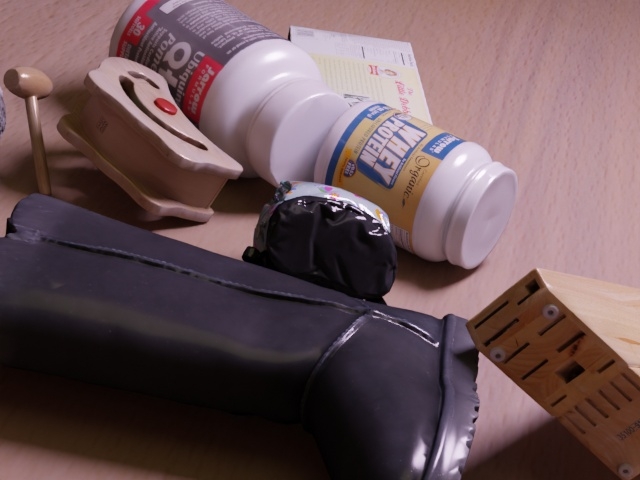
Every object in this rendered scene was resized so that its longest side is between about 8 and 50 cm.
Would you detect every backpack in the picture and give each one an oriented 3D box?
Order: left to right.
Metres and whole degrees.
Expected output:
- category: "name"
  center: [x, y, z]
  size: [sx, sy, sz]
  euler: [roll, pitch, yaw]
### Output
- category: "backpack"
  center: [0.000, 0.000, 1.321]
  size: [0.152, 0.115, 0.182]
  euler: [25, -1, -12]

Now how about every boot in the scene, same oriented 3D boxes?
- category: "boot"
  center: [-0.099, 0.108, 1.084]
  size: [0.445, 0.146, 0.367]
  euler: [18, 17, 2]

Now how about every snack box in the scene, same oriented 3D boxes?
- category: "snack box"
  center: [0.047, -0.207, 1.808]
  size: [0.187, 0.060, 0.322]
  euler: [7, 29, -6]

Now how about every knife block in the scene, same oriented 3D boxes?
- category: "knife block"
  center: [0.270, 0.091, 1.205]
  size: [0.275, 0.088, 0.242]
  euler: [41, 28, -11]

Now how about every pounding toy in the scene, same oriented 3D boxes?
- category: "pounding toy"
  center: [-0.231, -0.107, 1.489]
  size: [0.269, 0.155, 0.154]
  euler: [41, 20, 13]

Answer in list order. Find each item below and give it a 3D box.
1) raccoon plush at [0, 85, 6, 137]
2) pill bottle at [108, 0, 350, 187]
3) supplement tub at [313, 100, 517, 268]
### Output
- category: "raccoon plush"
  center: [-0.545, -0.102, 1.369]
  size: [0.299, 0.216, 0.446]
  euler: [40, 68, 19]
- category: "pill bottle"
  center: [-0.107, -0.184, 1.592]
  size: [0.176, 0.176, 0.318]
  euler: [-14, 37, -38]
- category: "supplement tub"
  center: [0.108, -0.063, 1.482]
  size: [0.199, 0.144, 0.144]
  euler: [26, 32, 26]
